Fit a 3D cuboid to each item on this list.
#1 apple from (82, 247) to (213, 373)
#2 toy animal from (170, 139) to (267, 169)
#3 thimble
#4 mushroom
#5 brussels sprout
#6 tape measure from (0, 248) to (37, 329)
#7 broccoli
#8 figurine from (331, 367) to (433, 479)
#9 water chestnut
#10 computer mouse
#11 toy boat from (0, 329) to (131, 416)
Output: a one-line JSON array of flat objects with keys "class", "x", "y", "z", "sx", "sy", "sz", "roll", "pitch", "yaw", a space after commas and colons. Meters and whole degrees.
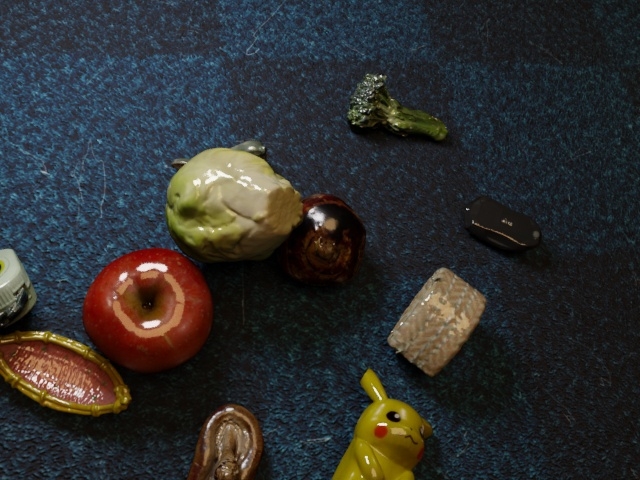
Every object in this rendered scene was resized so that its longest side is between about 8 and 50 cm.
[{"class": "apple", "x": -0.355, "y": 0.149, "z": 1.221, "sx": 0.260, "sy": 0.216, "sz": 0.261, "roll": 5, "pitch": 68, "yaw": -12}, {"class": "toy animal", "x": -0.240, "y": -0.179, "z": 1.469, "sx": 0.236, "sy": 0.138, "sz": 0.108, "roll": -12, "pitch": 108, "yaw": 5}, {"class": "thimble", "x": 0.272, "y": 0.187, "z": 1.383, "sx": 0.148, "sy": 0.196, "sz": 0.229, "roll": 38, "pitch": 93, "yaw": 7}, {"class": "mushroom", "x": -0.178, "y": 0.426, "z": 1.145, "sx": 0.147, "sy": 0.217, "sz": 0.227, "roll": 10, "pitch": 65, "yaw": -9}, {"class": "brussels sprout", "x": -0.191, "y": -0.063, "z": 1.249, "sx": 0.273, "sy": 0.316, "sz": 0.243, "roll": 23, "pitch": 73, "yaw": -19}, {"class": "tape measure", "x": -0.695, "y": 0.131, "z": 1.166, "sx": 0.235, "sy": 0.115, "sz": 0.207, "roll": -29, "pitch": 37, "yaw": -23}, {"class": "broccoli", "x": 0.222, "y": -0.352, "z": 1.643, "sx": 0.303, "sy": 0.145, "sz": 0.165, "roll": 18, "pitch": 68, "yaw": -20}, {"class": "figurine", "x": 0.135, "y": 0.463, "z": 1.244, "sx": 0.218, "sy": 0.169, "sz": 0.327, "roll": 37, "pitch": 65, "yaw": -14}, {"class": "water chestnut", "x": 0.000, "y": 0.000, "z": 1.401, "sx": 0.223, "sy": 0.238, "sz": 0.224, "roll": -9, "pitch": 110, "yaw": -24}, {"class": "computer mouse", "x": 0.491, "y": -0.038, "z": 1.597, "sx": 0.217, "sy": 0.073, "sz": 0.122, "roll": 27, "pitch": 61, "yaw": 5}, {"class": "toy boat", "x": -0.529, "y": 0.269, "z": 1.194, "sx": 0.317, "sy": 0.099, "sz": 0.141, "roll": 23, "pitch": 64, "yaw": -1}]
